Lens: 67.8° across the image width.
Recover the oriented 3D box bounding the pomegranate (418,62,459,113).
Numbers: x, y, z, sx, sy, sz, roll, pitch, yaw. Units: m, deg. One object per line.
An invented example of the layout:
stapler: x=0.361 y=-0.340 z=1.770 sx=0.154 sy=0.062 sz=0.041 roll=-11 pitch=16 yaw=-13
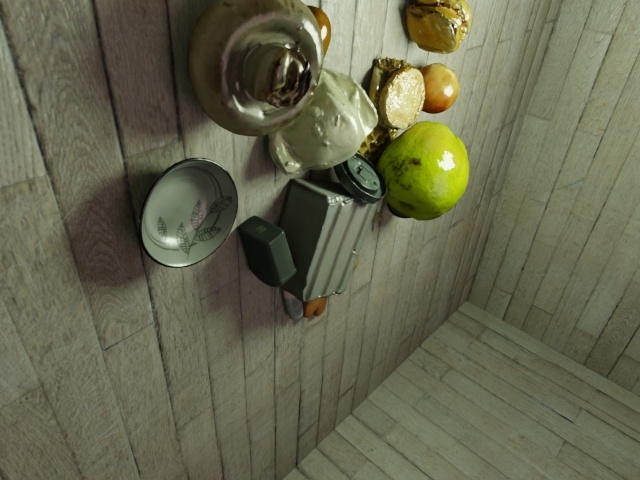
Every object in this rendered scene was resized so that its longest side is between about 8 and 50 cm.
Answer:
pomegranate: x=0.471 y=-0.622 z=1.960 sx=0.209 sy=0.209 sz=0.209 roll=-34 pitch=140 yaw=-35

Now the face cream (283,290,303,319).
face cream: x=-0.114 y=0.248 z=1.990 sx=0.084 sy=0.057 sz=0.198 roll=-42 pitch=142 yaw=-33

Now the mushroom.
mushroom: x=-0.138 y=-0.423 z=1.172 sx=0.362 sy=0.294 sz=0.362 roll=-26 pitch=138 yaw=-26

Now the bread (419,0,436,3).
bread: x=0.341 y=-0.910 z=1.548 sx=0.142 sy=0.195 sz=0.270 roll=-50 pitch=132 yaw=-3

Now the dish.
dish: x=-0.379 y=-0.086 z=1.308 sx=0.316 sy=0.106 sz=0.316 roll=-31 pitch=136 yaw=-36

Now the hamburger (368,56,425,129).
hamburger: x=0.278 y=-0.545 z=1.789 sx=0.243 sy=0.146 sz=0.286 roll=-50 pitch=136 yaw=-23

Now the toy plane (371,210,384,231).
toy plane: x=0.203 y=-0.157 z=2.030 sx=0.244 sy=0.092 sz=0.229 roll=58 pitch=46 yaw=-37

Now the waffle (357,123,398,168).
waffle: x=0.213 y=-0.364 z=1.943 sx=0.329 sy=0.062 sz=0.329 roll=-35 pitch=141 yaw=-34

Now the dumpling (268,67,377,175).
dumpling: x=-0.011 y=-0.387 z=1.535 sx=0.395 sy=0.233 sz=0.315 roll=-35 pitch=110 yaw=-13

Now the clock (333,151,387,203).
clock: x=0.143 y=-0.231 z=1.726 sx=0.049 sy=0.226 sz=0.226 roll=-41 pitch=160 yaw=34

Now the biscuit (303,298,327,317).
biscuit: x=-0.020 y=0.285 z=2.141 sx=0.192 sy=0.036 sz=0.186 roll=-30 pitch=138 yaw=-52

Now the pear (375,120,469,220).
pear: x=0.411 y=-0.281 z=1.890 sx=0.391 sy=0.391 sz=0.391 roll=-34 pitch=140 yaw=-35

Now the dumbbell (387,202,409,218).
dumbbell: x=0.392 y=-0.221 z=2.184 sx=0.192 sy=0.192 sz=0.290 roll=-48 pitch=147 yaw=-18

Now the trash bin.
trash bin: x=-0.180 y=0.047 z=1.627 sx=0.101 sy=0.177 sz=0.236 roll=-39 pitch=139 yaw=-28

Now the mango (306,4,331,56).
mango: x=-0.049 y=-0.556 z=1.369 sx=0.151 sy=0.120 sz=0.221 roll=-6 pitch=125 yaw=-50

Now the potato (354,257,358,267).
potato: x=0.108 y=0.094 z=2.123 sx=0.178 sy=0.109 sz=0.118 roll=13 pitch=83 yaw=-62

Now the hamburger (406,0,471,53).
hamburger: x=0.433 y=-0.804 z=1.744 sx=0.163 sy=0.244 sz=0.244 roll=-54 pitch=148 yaw=-8

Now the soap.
soap: x=0.000 y=0.000 z=1.800 sx=0.350 sy=0.213 sz=0.435 roll=-11 pitch=124 yaw=-54
